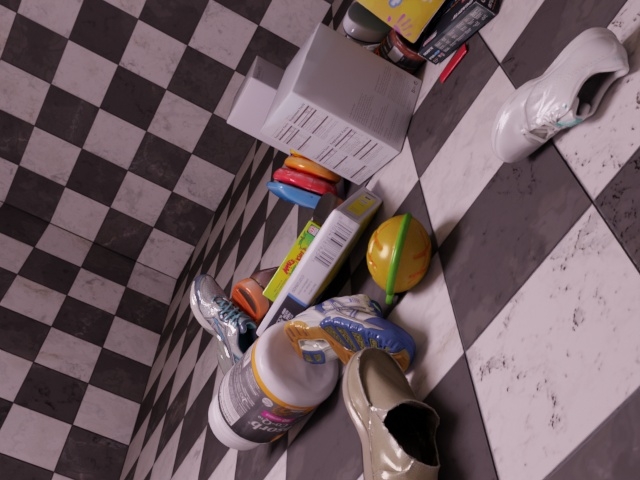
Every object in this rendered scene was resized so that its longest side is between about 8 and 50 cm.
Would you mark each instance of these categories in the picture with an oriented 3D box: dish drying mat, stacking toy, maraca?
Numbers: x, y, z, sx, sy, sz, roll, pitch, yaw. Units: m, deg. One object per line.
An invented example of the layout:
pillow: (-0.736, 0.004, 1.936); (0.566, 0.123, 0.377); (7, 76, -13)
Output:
dish drying mat: (0.265, -0.352, 1.475); (0.083, 0.008, 0.032); (-51, 20, 38)
stacking toy: (-0.004, -0.229, 1.788); (0.166, 0.175, 0.302); (-159, 86, -73)
maraca: (0.123, 0.030, 1.172); (0.186, 0.099, 0.127); (86, -157, -64)

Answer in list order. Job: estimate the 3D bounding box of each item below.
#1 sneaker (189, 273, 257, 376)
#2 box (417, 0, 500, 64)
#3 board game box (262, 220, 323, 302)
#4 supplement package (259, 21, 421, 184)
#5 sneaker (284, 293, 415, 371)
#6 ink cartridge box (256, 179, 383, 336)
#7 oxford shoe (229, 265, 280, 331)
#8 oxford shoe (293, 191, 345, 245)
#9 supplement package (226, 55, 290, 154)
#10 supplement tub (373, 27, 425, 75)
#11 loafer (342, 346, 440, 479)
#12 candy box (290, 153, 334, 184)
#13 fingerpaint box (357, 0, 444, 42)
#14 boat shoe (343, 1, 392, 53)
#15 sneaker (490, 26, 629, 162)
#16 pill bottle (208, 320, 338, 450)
sneaker: (-0.213, 0.198, 1.809); (0.110, 0.283, 0.122); (-22, -9, -48)
box: (0.294, -0.479, 1.499); (0.220, 0.051, 0.175); (-30, 35, 64)
board game box: (-0.047, 0.045, 1.557); (0.181, 0.043, 0.092); (-57, -7, 5)
supplement package: (0.044, -0.293, 1.632); (0.198, 0.262, 0.199); (-37, 30, 60)
sneaker: (0.061, 0.132, 1.179); (0.131, 0.112, 0.296); (-35, 20, -28)
ink cartridge box: (0.015, 0.040, 1.502); (0.304, 0.072, 0.307); (-59, -9, 21)
oxford shoe: (-0.166, 0.169, 1.943); (0.132, 0.130, 0.364); (-37, -5, -27)
oxford shoe: (0.000, 0.000, 1.675); (0.212, 0.076, 0.076); (-59, 42, 9)
supplement package: (-0.112, -0.399, 2.279); (0.175, 0.293, 0.177); (-55, 18, 32)
supplement tub: (0.162, -0.400, 1.714); (0.198, 0.106, 0.106); (-49, 21, 46)
loafer: (0.099, 0.225, 0.936); (0.092, 0.102, 0.268); (-55, 27, 26)
candy box: (0.027, -0.313, 1.998); (0.268, 0.122, 0.317); (-57, 15, 22)
fingerpaint box: (0.272, -0.684, 1.561); (0.445, 0.163, 0.371); (-50, 13, 29)
boat shoe: (0.129, -0.507, 1.847); (0.156, 0.135, 0.367); (-64, -6, 32)
sneaker: (0.299, -0.166, 0.942); (0.212, 0.080, 0.094); (-52, 31, 35)
pill bottle: (-0.096, 0.278, 1.373); (0.278, 0.162, 0.162); (-50, 20, 44)
